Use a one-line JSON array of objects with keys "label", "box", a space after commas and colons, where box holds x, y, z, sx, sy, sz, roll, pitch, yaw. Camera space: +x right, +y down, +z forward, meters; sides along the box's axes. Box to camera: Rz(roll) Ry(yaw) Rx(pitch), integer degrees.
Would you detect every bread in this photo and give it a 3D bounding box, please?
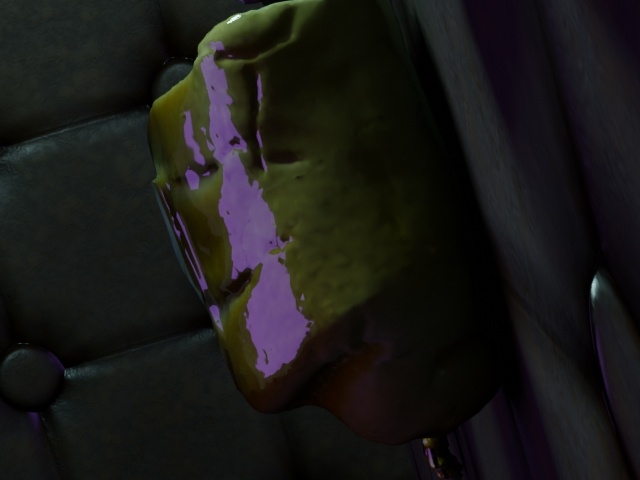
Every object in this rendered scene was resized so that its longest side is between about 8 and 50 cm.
[{"label": "bread", "box": [0.000, 0.000, 1.199, 0.300, 0.210, 0.341, -140, 30, -86]}]

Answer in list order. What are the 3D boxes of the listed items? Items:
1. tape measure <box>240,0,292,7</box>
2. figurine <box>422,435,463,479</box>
[{"label": "tape measure", "box": [-0.080, -0.349, 1.598, 0.231, 0.149, 0.245, -106, 0, -65]}, {"label": "figurine", "box": [0.128, 0.221, 1.906, 0.143, 0.068, 0.101, 51, -157, -45]}]
